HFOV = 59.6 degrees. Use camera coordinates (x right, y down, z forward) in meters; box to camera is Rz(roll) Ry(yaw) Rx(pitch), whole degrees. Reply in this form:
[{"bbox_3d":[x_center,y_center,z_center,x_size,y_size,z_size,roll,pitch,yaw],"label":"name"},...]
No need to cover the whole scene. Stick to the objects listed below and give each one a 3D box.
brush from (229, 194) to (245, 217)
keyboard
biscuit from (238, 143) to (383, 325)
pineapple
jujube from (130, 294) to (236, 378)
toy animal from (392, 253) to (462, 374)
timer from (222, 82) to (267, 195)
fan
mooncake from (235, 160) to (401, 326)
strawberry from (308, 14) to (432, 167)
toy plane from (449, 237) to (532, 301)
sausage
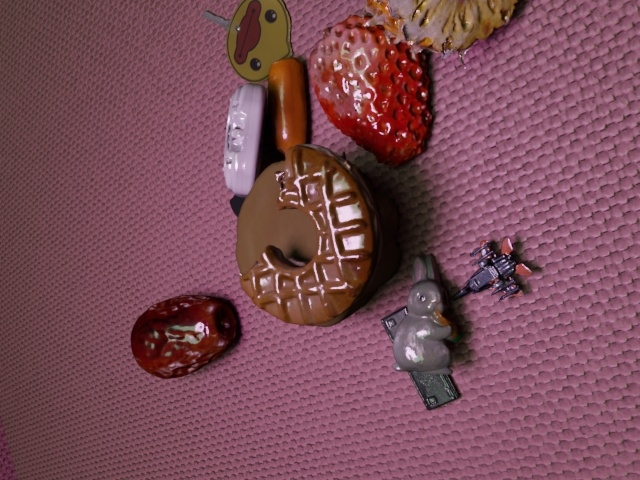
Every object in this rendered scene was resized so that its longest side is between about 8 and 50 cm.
[{"bbox_3d":[-0.174,-0.135,1.484,0.193,0.016,0.063,-41,73,31],"label":"brush"},{"bbox_3d":[0.218,0.261,1.248,0.093,0.025,0.230,-34,76,31],"label":"keyboard"},{"bbox_3d":[-0.007,0.006,1.102,0.268,0.115,0.366,29,113,22],"label":"biscuit"},{"bbox_3d":[0.213,-0.476,1.101,0.286,0.344,0.209,-125,20,-52],"label":"pineapple"},{"bbox_3d":[-0.386,0.267,1.570,0.318,0.223,0.223,-20,83,27],"label":"jujube"},{"bbox_3d":[0.219,0.151,1.165,0.125,0.127,0.251,-9,79,56],"label":"toy animal"},{"bbox_3d":[-0.179,-0.238,1.345,0.087,0.237,0.262,6,90,-3],"label":"timer"},{"bbox_3d":[-0.193,-0.544,1.458,0.335,0.011,0.230,33,112,26],"label":"fan"},{"bbox_3d":[0.000,0.000,1.277,0.378,0.200,0.379,6,101,30],"label":"mooncake"},{"bbox_3d":[0.102,-0.319,1.195,0.265,0.149,0.336,-31,78,31],"label":"strawberry"},{"bbox_3d":[0.328,0.079,1.131,0.189,0.061,0.130,-40,73,31],"label":"toy plane"},{"bbox_3d":[-0.082,-0.324,1.357,0.098,0.098,0.238,-1,93,35],"label":"sausage"}]
